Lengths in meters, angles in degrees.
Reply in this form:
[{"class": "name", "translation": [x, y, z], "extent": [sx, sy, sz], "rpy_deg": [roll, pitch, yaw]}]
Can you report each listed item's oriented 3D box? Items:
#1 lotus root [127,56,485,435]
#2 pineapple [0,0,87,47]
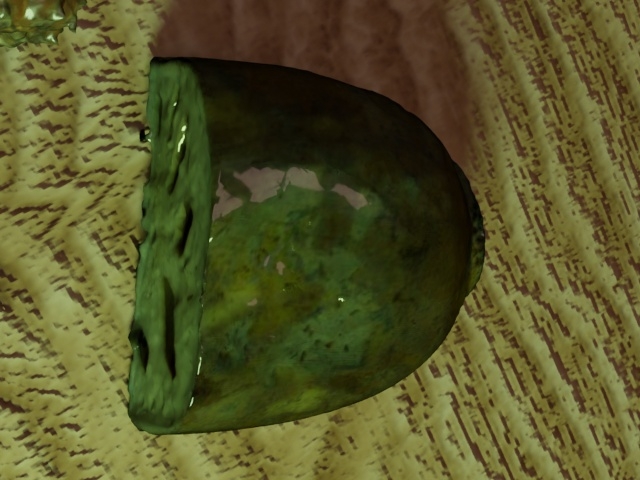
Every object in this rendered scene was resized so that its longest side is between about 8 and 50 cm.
[{"class": "lotus root", "translation": [0.010, 0.012, 0.838], "extent": [0.260, 0.149, 0.267], "rpy_deg": [3, 95, -29]}, {"class": "pineapple", "translation": [-0.205, -0.214, 0.694], "extent": [0.166, 0.166, 0.193], "rpy_deg": [4, 93, -30]}]
